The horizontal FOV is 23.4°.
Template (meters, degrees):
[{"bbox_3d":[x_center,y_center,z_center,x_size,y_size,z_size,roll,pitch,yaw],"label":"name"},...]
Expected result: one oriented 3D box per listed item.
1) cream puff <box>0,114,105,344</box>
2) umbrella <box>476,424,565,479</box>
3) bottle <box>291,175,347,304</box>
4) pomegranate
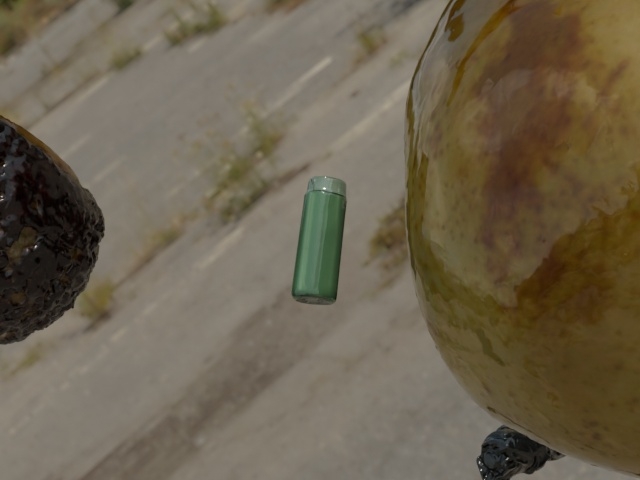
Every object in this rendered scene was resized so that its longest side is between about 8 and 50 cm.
[{"bbox_3d":[-0.288,-0.017,1.199,0.164,0.239,0.239,-60,21,-12],"label":"cream puff"},{"bbox_3d":[0.259,0.215,1.727,0.236,0.059,0.066,-16,-39,-46],"label":"umbrella"},{"bbox_3d":[0.000,0.000,1.025,0.030,0.030,0.083,-13,66,55],"label":"bottle"},{"bbox_3d":[0.239,-0.030,0.948,0.417,0.416,0.416,-34,16,12],"label":"pomegranate"}]
